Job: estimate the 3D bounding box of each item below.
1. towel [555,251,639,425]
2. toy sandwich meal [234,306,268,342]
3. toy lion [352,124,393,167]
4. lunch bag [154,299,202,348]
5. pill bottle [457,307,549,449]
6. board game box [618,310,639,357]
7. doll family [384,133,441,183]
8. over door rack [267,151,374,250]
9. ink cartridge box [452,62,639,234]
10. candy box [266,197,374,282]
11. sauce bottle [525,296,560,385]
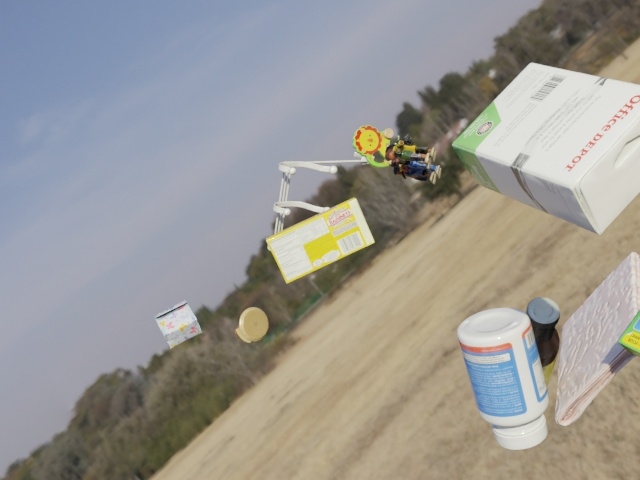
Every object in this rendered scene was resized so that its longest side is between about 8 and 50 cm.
[{"bbox_3d":[0.645,0.223,1.823,0.317,0.053,0.332,-61,0,39],"label":"towel"},{"bbox_3d":[-0.156,0.193,1.798,0.085,0.085,0.029,-41,15,-35],"label":"toy sandwich meal"},{"bbox_3d":[0.122,-0.216,1.826,0.096,0.100,0.034,-8,-1,-14],"label":"toy lion"},{"bbox_3d":[-0.275,0.153,1.513,0.071,0.053,0.083,-26,39,-12],"label":"lunch bag"},{"bbox_3d":[0.315,0.236,1.344,0.124,0.221,0.124,-15,15,4],"label":"pill bottle"},{"bbox_3d":[0.705,0.158,1.396,0.213,0.046,0.317,-53,25,-3],"label":"board game box"},{"bbox_3d":[0.188,-0.166,1.672,0.193,0.111,0.076,59,-137,-62],"label":"doll family"},{"bbox_3d":[0.018,-0.098,2.059,0.324,0.108,0.239,-13,-59,-43],"label":"over door rack"},{"bbox_3d":[0.296,-0.119,0.967,0.160,0.092,0.219,-45,35,-6],"label":"ink cartridge box"},{"bbox_3d":[0.000,0.000,1.655,0.206,0.105,0.027,-25,13,-3],"label":"candy box"},{"bbox_3d":[0.487,0.252,1.812,0.111,0.111,0.344,-42,-29,-23],"label":"sauce bottle"}]
